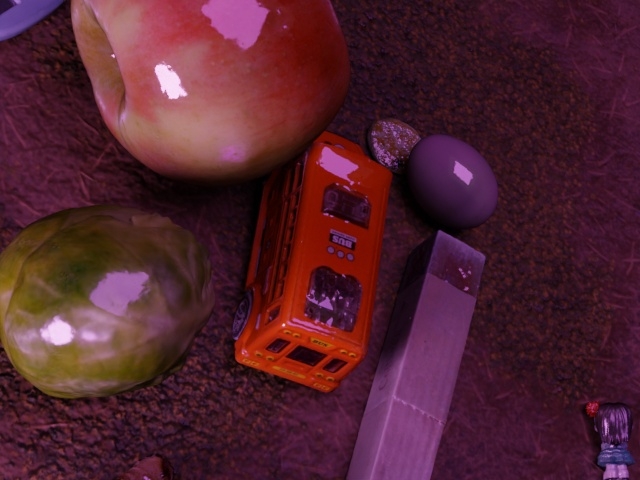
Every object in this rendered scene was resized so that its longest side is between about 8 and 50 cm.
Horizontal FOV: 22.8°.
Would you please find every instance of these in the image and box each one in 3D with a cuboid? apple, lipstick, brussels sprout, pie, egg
[{"bbox_3d":[-0.118,-0.224,1.814,0.277,0.319,0.319,-20,76,-20],"label":"apple"},{"bbox_3d":[0.114,0.163,1.903,0.079,0.076,0.371,30,54,-16],"label":"lipstick"},{"bbox_3d":[-0.226,0.062,1.674,0.244,0.244,0.244,13,59,-24],"label":"brussels sprout"},{"bbox_3d":[0.097,-0.125,2.082,0.085,0.017,0.085,12,61,-23],"label":"pie"},{"bbox_3d":[0.169,-0.075,2.042,0.135,0.103,0.103,48,52,-1],"label":"egg"}]

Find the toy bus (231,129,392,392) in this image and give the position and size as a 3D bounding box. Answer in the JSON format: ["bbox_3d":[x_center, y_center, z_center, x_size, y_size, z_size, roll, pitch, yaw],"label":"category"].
[{"bbox_3d":[0.000,0.000,1.875,0.143,0.153,0.329,21,57,-18],"label":"toy bus"}]

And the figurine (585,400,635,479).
[{"bbox_3d":[0.371,0.256,2.027,0.060,0.047,0.106,-3,70,8],"label":"figurine"}]

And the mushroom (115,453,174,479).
[{"bbox_3d":[-0.219,0.286,1.634,0.227,0.148,0.217,41,33,-17],"label":"mushroom"}]

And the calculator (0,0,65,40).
[{"bbox_3d":[-0.396,-0.330,1.889,0.188,0.042,0.302,48,52,-1],"label":"calculator"}]
